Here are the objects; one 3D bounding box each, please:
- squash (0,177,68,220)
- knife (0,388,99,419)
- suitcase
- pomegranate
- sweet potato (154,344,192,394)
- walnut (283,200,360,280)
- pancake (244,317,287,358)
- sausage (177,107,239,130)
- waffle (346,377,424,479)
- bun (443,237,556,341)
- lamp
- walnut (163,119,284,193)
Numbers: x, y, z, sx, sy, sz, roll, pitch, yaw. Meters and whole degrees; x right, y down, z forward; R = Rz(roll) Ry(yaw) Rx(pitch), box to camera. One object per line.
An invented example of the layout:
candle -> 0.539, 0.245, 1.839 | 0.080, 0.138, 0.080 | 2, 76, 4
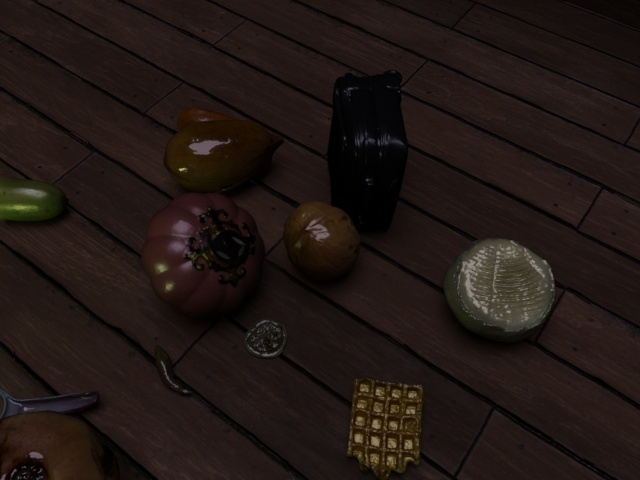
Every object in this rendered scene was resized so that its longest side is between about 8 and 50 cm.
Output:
squash -> -0.780, -0.107, 1.646 | 0.186, 0.123, 0.123 | 5, 55, 0
knife -> -0.627, 0.361, 1.349 | 0.278, 0.053, 0.123 | -4, 51, -3
suitcase -> 0.122, -0.222, 1.575 | 0.188, 0.345, 0.339 | -1, 55, -6
pomegranate -> -0.533, 0.479, 1.136 | 0.322, 0.322, 0.322 | 0, 55, 0
sweet potato -> -0.351, 0.303, 1.397 | 0.041, 0.038, 0.153 | -42, 64, 1
walnut -> 0.000, 0.000, 1.497 | 0.195, 0.221, 0.195 | -4, 77, 15
pancake -> -0.131, 0.234, 1.456 | 0.108, 0.017, 0.108 | 1, 58, -2
sausage -> -0.318, -0.338, 1.814 | 0.238, 0.098, 0.098 | 18, 57, 11
waffle -> 0.142, 0.410, 1.306 | 0.160, 0.055, 0.211 | 4, 54, 5
bun -> 0.418, 0.125, 1.446 | 0.259, 0.152, 0.259 | 0, 67, 0
lamp -> -0.286, 0.036, 1.462 | 0.305, 0.239, 0.305 | 10, 74, -36
walnut -> -0.263, -0.239, 1.680 | 0.336, 0.209, 0.209 | -13, 56, -7
